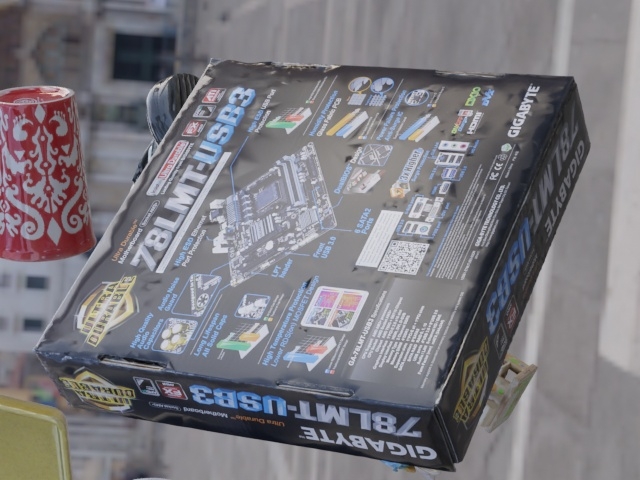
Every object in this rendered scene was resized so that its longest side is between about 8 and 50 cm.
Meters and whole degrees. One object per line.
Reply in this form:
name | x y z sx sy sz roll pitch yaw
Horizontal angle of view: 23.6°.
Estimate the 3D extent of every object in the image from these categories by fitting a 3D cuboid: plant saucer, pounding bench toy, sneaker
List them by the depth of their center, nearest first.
pounding bench toy | 0.121 0.112 1.210 0.052 0.065 0.083 -63 -17 19
sneaker | -0.133 -0.039 1.480 0.330 0.146 0.122 65 -160 -58
plant saucer | -0.452 0.311 2.014 0.081 0.333 0.332 -56 -28 -54

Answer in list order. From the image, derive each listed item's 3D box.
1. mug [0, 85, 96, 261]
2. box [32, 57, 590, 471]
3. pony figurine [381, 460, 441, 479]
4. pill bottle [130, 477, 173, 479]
mug | -0.315 -0.077 1.647 0.150 0.113 0.169 16 115 41
box | 0.000 0.000 1.036 0.295 0.293 0.073 -63 -35 -36
pony figurine | 0.003 0.110 1.882 0.363 0.303 0.351 33 152 53
pill bottle | -0.131 0.364 1.301 0.323 0.182 0.181 -109 21 -46
